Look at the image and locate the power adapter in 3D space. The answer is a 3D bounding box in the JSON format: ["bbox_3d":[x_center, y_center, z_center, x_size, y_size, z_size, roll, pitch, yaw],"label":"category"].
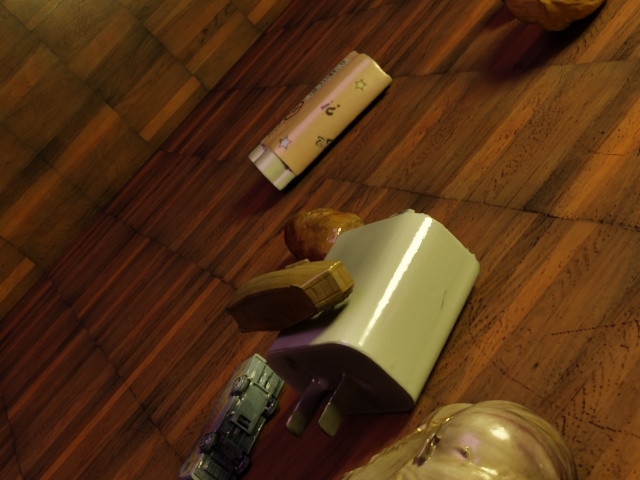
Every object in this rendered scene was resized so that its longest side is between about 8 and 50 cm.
[{"bbox_3d":[0.046,0.109,1.076,0.187,0.124,0.255,-19,35,53],"label":"power adapter"}]

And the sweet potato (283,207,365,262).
[{"bbox_3d":[0.000,0.000,1.418,0.097,0.097,0.252,-49,16,-9],"label":"sweet potato"}]

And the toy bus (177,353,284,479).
[{"bbox_3d":[-0.113,0.235,1.224,0.075,0.064,0.190,-28,27,51],"label":"toy bus"}]

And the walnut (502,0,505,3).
[{"bbox_3d":[0.325,-0.425,1.581,0.092,0.092,0.092,-38,22,19],"label":"walnut"}]

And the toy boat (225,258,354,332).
[{"bbox_3d":[-0.036,0.056,1.071,0.072,0.064,0.206,-42,15,-33],"label":"toy boat"}]

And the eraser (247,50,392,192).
[{"bbox_3d":[-0.005,-0.227,1.834,0.290,0.087,0.171,-45,18,1],"label":"eraser"}]

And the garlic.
[{"bbox_3d":[0.097,0.225,0.732,0.245,0.160,0.245,-41,0,0],"label":"garlic"}]

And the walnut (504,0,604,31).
[{"bbox_3d":[0.339,-0.384,1.383,0.159,0.159,0.206,-26,23,42],"label":"walnut"}]
